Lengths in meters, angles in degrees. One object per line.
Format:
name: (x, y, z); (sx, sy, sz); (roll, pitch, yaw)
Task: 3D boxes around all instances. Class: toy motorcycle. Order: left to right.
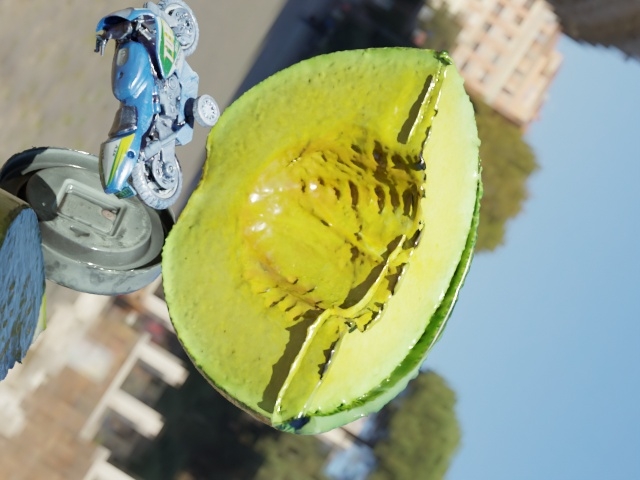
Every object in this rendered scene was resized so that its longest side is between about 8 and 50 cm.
toy motorcycle: (-0.182, -0.155, 1.922); (0.092, 0.135, 0.254); (-13, -118, 36)

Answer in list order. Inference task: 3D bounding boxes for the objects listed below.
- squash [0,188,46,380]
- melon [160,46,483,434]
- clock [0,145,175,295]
squash: (-0.325, 0.010, 1.552); (0.237, 0.155, 0.204); (-72, 169, -75)
melon: (0.000, 0.000, 1.243); (0.129, 0.169, 0.265); (35, 75, -54)
clock: (-0.277, -0.023, 2.148); (0.049, 0.226, 0.226); (-61, 180, 33)
